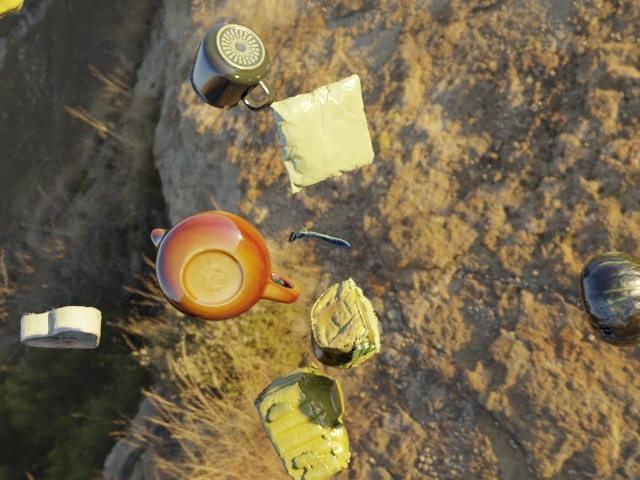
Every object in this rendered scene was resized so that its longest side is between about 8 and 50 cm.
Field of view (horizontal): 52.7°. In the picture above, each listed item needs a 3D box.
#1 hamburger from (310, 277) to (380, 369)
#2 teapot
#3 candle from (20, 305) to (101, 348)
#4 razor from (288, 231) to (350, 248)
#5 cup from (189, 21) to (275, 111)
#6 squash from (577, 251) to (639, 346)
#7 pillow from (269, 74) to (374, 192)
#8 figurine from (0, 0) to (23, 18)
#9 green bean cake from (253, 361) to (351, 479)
[{"bbox_3d":[0.059,0.269,1.961,0.211,0.132,0.308,-30,39,12],"label":"hamburger"},{"bbox_3d":[-0.149,0.039,1.031,0.178,0.252,0.135,-63,17,19],"label":"teapot"},{"bbox_3d":[-0.569,0.200,1.465,0.192,0.168,0.068,-12,69,21],"label":"candle"},{"bbox_3d":[0.000,-0.004,1.605,0.044,0.155,0.028,113,164,-56],"label":"razor"},{"bbox_3d":[-0.207,-0.398,1.560,0.169,0.223,0.177,-44,6,-38],"label":"cup"},{"bbox_3d":[0.581,0.112,1.259,0.156,0.193,0.193,-36,40,31],"label":"squash"},{"bbox_3d":[0.013,-0.299,1.834,0.281,0.274,0.076,-22,30,-16],"label":"pillow"},{"bbox_3d":[-0.604,-0.417,1.119,0.131,0.156,0.246,33,99,47],"label":"figurine"},{"bbox_3d":[-0.017,0.503,1.827,0.202,0.285,0.310,-29,2,10],"label":"green bean cake"}]
